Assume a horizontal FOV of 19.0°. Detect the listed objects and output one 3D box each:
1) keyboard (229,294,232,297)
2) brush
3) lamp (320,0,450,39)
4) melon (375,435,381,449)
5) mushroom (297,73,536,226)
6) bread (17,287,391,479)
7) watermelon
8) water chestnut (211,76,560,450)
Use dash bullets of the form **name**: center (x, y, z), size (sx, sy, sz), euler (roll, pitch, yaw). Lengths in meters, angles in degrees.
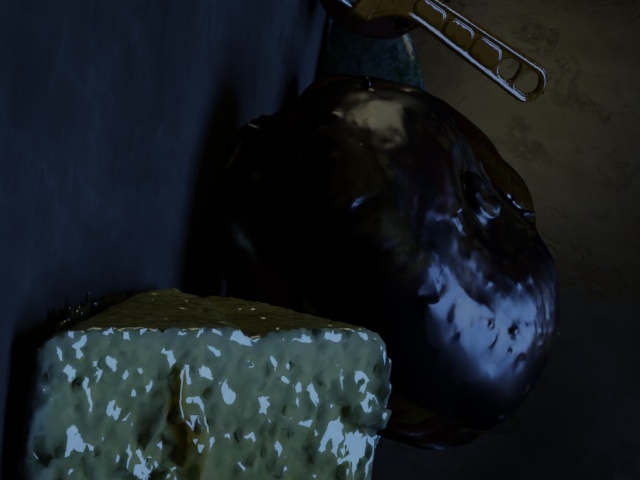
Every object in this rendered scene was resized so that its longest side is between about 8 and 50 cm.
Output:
- **keyboard**: center (-0.063, 0.044, 1.612), size (0.093, 0.025, 0.230), euler (86, 13, -81)
- **brush**: center (0.115, -0.213, 1.847), size (0.090, 0.314, 0.017), euler (-55, -144, 7)
- **lamp**: center (0.081, -0.277, 1.888), size (0.182, 0.140, 0.182), euler (-37, 155, -21)
- **melon**: center (-0.014, 0.253, 2.380), size (0.202, 0.093, 0.139), euler (-52, 139, -12)
- **mushroom**: center (0.061, -0.035, 1.845), size (0.267, 0.254, 0.267), euler (63, 3, -5)
- **bread**: center (-0.124, 0.173, 1.100), size (0.405, 0.242, 0.345), euler (21, -71, 61)
- **watermelon**: center (0.037, -0.111, 2.147), size (0.226, 0.148, 0.318), euler (-119, -160, -68)
- **water chestnut**: center (0.023, 0.033, 1.434), size (0.300, 0.300, 0.300), euler (9, 90, -85)
